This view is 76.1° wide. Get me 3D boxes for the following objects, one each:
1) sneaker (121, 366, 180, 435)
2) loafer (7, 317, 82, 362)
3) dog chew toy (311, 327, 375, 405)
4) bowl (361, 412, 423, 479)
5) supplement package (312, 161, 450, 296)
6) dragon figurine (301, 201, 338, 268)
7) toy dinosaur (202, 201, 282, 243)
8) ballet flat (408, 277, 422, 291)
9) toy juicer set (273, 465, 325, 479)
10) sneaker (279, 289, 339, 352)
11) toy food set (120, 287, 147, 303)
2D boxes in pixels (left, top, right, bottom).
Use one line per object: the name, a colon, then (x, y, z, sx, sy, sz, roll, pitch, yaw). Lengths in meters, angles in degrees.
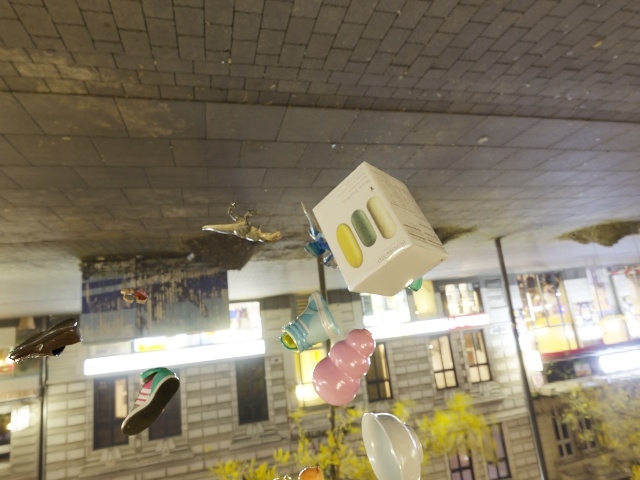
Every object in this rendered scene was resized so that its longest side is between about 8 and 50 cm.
sneaker: (-0.737, 0.657, 1.737, 0.123, 0.295, 0.178, 48, 168, -36)
loafer: (-0.735, 0.285, 1.094, 0.220, 0.078, 0.080, -25, -165, 15)
dog chew toy: (0.110, 0.514, 1.707, 0.207, 0.331, 0.206, 34, 180, 0)
bowl: (0.273, 0.752, 1.469, 0.134, 0.297, 0.298, -12, 170, -20)
supplement package: (0.151, -0.021, 1.057, 0.199, 0.262, 0.198, -41, 146, 27)
dragon figurine: (0.000, 0.000, 1.345, 0.144, 0.085, 0.289, -23, 134, 40)
toy dinosaur: (-0.259, -0.056, 1.340, 0.269, 0.118, 0.064, 11, -150, 1)
ballet flat: (0.309, 0.122, 1.672, 0.248, 0.087, 0.083, 27, -179, 28)
toy juicer set: (-0.126, 0.701, 1.069, 0.329, 0.089, 0.209, -17, 141, -15)
sneaker: (-0.060, 0.300, 1.520, 0.208, 0.127, 0.319, -28, -169, -2)
toy food set: (-0.565, 0.166, 1.249, 0.078, 0.019, 0.122, 18, 180, -37)
